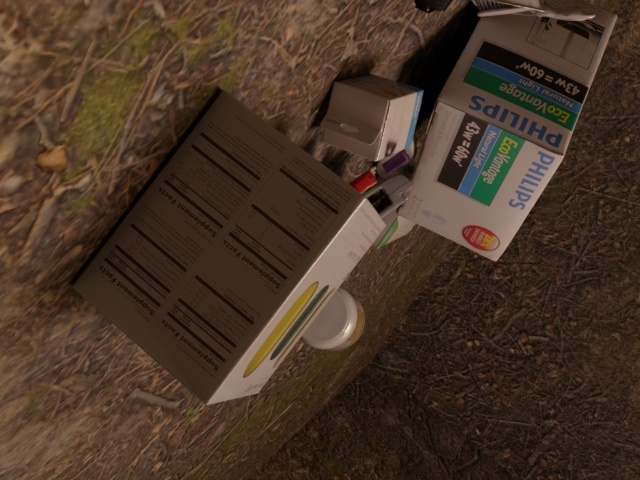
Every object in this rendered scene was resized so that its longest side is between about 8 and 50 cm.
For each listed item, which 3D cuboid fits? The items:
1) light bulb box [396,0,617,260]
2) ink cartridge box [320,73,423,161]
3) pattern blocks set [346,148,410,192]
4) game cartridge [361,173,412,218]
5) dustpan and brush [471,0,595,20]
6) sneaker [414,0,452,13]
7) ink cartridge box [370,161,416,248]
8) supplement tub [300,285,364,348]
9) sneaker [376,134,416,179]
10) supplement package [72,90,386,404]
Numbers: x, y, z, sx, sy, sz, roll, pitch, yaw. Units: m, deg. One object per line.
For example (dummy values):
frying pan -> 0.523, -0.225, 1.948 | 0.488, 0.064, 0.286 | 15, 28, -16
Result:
light bulb box -> 0.334, -0.223, 1.467 | 0.361, 0.225, 0.358 | -60, 171, -30
ink cartridge box -> 0.072, -0.176, 1.124 | 0.143, 0.092, 0.090 | -30, 137, -58
pattern blocks set -> -0.006, -0.040, 1.160 | 0.324, 0.026, 0.285 | -34, -179, 32
game cartridge -> 0.000, 0.000, 1.294 | 0.297, 0.062, 0.198 | -35, -174, -34
dustpan and brush -> 0.319, -0.369, 1.241 | 0.147, 0.211, 0.060 | -18, 109, -67
sneaker -> 0.138, -0.348, 0.883 | 0.079, 0.121, 0.217 | -48, 166, -21
ink cartridge box -> 0.165, -0.081, 1.709 | 0.154, 0.093, 0.212 | -57, 164, 20
supplement tub -> 0.016, 0.168, 1.740 | 0.144, 0.144, 0.199 | -52, 166, -1
sneaker -> 0.147, -0.183, 1.468 | 0.094, 0.080, 0.212 | -62, 174, -12
supplement package -> -0.089, 0.015, 0.896 | 0.263, 0.198, 0.199 | -52, 167, 1
